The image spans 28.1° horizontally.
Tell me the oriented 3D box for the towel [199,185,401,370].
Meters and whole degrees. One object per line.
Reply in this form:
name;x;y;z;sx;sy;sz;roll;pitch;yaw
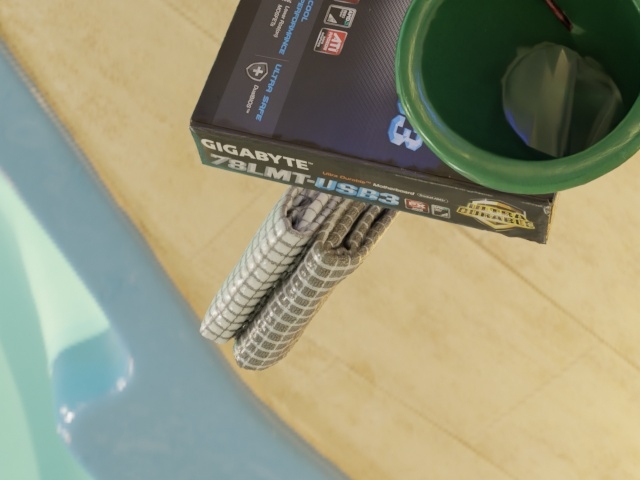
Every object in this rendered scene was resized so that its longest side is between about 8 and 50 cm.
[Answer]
towel;0.000;0.000;1.513;0.121;0.283;0.235;37;133;2

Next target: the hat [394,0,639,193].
hat;0.170;-0.090;0.874;0.173;0.208;0.183;-51;158;2

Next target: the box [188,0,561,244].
box;0.079;-0.165;1.050;0.293;0.295;0.073;14;155;14
